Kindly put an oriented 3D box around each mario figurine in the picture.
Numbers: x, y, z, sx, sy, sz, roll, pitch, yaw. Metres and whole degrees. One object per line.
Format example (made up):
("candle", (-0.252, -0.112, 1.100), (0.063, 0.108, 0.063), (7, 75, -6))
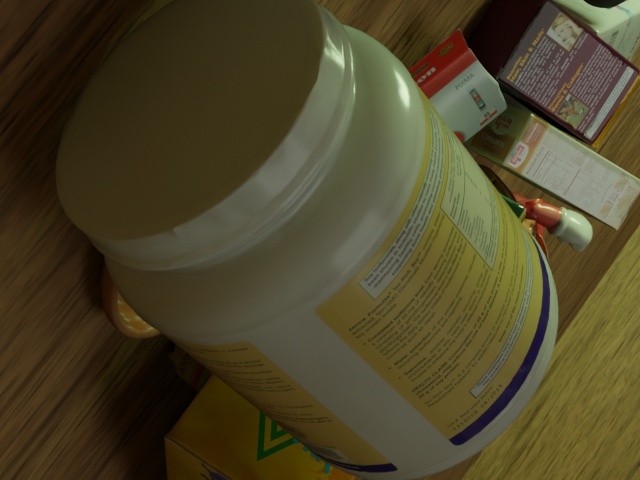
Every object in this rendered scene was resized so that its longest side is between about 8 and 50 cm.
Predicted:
("mario figurine", (0.225, 0.009, 1.616), (0.320, 0.198, 0.170), (23, 87, -65))

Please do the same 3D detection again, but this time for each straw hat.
("straw hat", (-0.109, 0.107, 1.178), (0.144, 0.061, 0.144), (-57, 172, -13))

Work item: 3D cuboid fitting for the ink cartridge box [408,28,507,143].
("ink cartridge box", (0.115, -0.131, 1.298), (0.145, 0.045, 0.179), (-39, 163, 6))

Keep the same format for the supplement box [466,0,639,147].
("supplement box", (0.260, -0.195, 1.415), (0.188, 0.081, 0.104), (27, 98, -37))

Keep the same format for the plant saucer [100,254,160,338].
("plant saucer", (-0.111, -0.012, 1.029), (0.200, 0.037, 0.200), (-47, 158, -26))

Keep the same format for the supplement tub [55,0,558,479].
("supplement tub", (0.000, 0.000, 0.883), (0.241, 0.241, 0.331), (-53, 134, -10))

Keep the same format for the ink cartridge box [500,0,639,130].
("ink cartridge box", (0.329, -0.241, 1.609), (0.212, 0.093, 0.154), (-29, 147, -48))

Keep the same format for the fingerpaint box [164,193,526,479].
("fingerpaint box", (0.009, 0.167, 1.282), (0.371, 0.163, 0.445), (-54, 168, -26))

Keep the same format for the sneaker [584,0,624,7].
("sneaker", (0.369, -0.412, 1.457), (0.270, 0.090, 0.145), (-58, 159, -6))

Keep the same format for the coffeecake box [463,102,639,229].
("coffeecake box", (0.261, -0.096, 1.475), (0.185, 0.142, 0.068), (26, 97, -27))
